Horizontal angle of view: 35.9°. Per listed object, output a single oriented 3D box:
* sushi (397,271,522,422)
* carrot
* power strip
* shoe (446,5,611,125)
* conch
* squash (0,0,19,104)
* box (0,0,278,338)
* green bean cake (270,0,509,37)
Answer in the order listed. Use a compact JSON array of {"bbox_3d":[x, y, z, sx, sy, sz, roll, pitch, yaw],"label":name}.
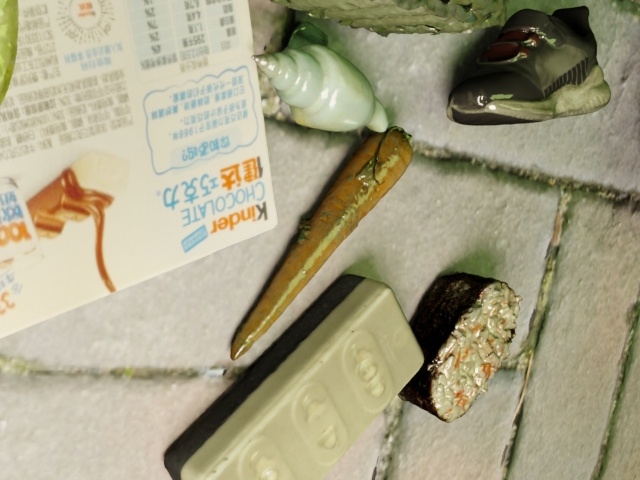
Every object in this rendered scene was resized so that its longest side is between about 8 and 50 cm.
[{"bbox_3d":[0.135,0.102,0.976,0.150,0.078,0.090,-56,131,-16],"label":"sushi"},{"bbox_3d":[0.000,0.000,0.849,0.254,0.049,0.049,-53,131,-14],"label":"carrot"},{"bbox_3d":[-0.012,0.141,0.856,0.257,0.070,0.105,-45,128,-26],"label":"power strip"},{"bbox_3d":[0.201,-0.171,0.961,0.227,0.099,0.112,-12,102,-45],"label":"shoe"},{"bbox_3d":[-0.003,-0.126,0.794,0.065,0.088,0.180,-49,150,16],"label":"conch"},{"bbox_3d":[-0.264,-0.128,0.475,0.252,0.048,0.252,-17,113,-47],"label":"squash"},{"bbox_3d":[-0.157,-0.093,0.671,0.273,0.048,0.265,-23,115,-39],"label":"box"},{"bbox_3d":[0.054,-0.288,0.740,0.241,0.132,0.255,4,94,-50],"label":"green bean cake"}]
